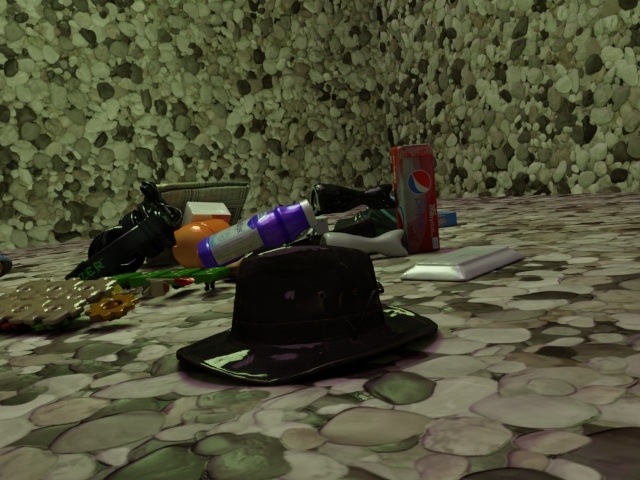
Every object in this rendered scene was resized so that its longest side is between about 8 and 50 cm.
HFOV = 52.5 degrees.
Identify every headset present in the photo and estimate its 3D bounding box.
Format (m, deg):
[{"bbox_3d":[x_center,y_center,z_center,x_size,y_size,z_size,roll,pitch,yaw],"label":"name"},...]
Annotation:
[{"bbox_3d":[-0.470,-0.020,1.573,0.243,0.185,0.394,-31,9,28],"label":"headset"}]

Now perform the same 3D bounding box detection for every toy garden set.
[{"bbox_3d":[-0.328,0.095,1.297,0.245,0.049,0.204,-4,4,12],"label":"toy garden set"}]

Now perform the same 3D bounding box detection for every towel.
[{"bbox_3d":[-0.388,-0.053,1.922,0.325,0.056,0.312,-5,-36,-32],"label":"towel"}]

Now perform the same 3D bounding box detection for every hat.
[{"bbox_3d":[-0.020,0.068,0.819,0.332,0.133,0.331,-5,6,1],"label":"hat"}]

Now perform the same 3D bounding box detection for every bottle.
[{"bbox_3d":[-0.147,-0.011,1.529,0.283,0.092,0.118,-24,18,1],"label":"bottle"}]

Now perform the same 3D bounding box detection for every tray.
[{"bbox_3d":[0.285,0.041,1.284,0.145,0.030,0.270,0,8,40],"label":"tray"}]

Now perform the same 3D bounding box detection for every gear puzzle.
[{"bbox_3d":[-0.450,0.118,1.137,0.339,0.044,0.175,-3,20,26],"label":"gear puzzle"}]

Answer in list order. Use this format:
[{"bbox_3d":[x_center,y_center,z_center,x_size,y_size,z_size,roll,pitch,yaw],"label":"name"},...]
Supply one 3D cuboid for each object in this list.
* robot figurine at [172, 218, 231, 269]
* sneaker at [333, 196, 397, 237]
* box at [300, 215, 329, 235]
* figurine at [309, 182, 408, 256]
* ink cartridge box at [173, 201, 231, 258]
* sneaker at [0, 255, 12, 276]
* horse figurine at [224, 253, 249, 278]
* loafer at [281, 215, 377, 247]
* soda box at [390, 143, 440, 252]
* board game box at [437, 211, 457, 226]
[{"bbox_3d":[-0.307,0.010,1.709,0.128,0.158,0.219,-39,-6,20],"label":"robot figurine"},{"bbox_3d":[0.178,-0.068,1.928,0.341,0.139,0.125,-2,8,43],"label":"sneaker"},{"bbox_3d":[-0.030,-0.011,1.759,0.102,0.101,0.087,-8,6,-10],"label":"box"},{"bbox_3d":[0.098,-0.042,1.565,0.210,0.214,0.092,-6,-24,-13],"label":"figurine"},{"bbox_3d":[-0.340,-0.010,1.850,0.115,0.198,0.067,-1,37,-33],"label":"ink cartridge box"},{"bbox_3d":[-0.951,0.096,1.838,0.087,0.083,0.221,9,15,13],"label":"sneaker"},{"bbox_3d":[-0.110,0.056,1.360,0.175,0.066,0.263,-1,2,-15],"label":"horse figurine"},{"bbox_3d":[0.000,0.000,1.636,0.303,0.095,0.109,-7,2,-17],"label":"loafer"},{"bbox_3d":[0.233,-0.104,1.600,0.084,0.263,0.092,-6,6,-9],"label":"soda box"},{"bbox_3d":[0.341,-0.069,2.223,0.160,0.047,0.210,-9,7,-22],"label":"board game box"}]
